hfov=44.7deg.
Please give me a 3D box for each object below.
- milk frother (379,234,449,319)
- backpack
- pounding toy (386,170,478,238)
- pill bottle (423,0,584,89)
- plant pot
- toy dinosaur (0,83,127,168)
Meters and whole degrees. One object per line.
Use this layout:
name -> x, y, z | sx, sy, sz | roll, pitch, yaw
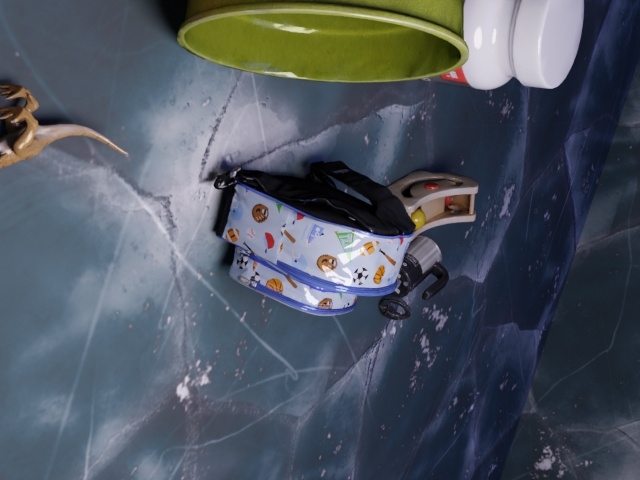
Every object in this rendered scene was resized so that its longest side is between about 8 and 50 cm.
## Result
milk frother -> 0.189, 0.085, 1.686 | 0.134, 0.129, 0.143 | -35, 175, -42
backpack -> 0.000, 0.000, 1.194 | 0.276, 0.263, 0.213 | -12, 115, -54
pounding toy -> 0.236, -0.051, 1.618 | 0.269, 0.154, 0.155 | -30, 128, -45
pill bottle -> 0.214, -0.357, 1.248 | 0.210, 0.362, 0.210 | -29, 127, -46
plant pot -> 0.015, -0.412, 0.985 | 0.366, 0.366, 0.353 | 3, 92, -56
toy dinosaur -> -0.323, -0.115, 0.866 | 0.211, 0.064, 0.112 | -31, 148, -34
